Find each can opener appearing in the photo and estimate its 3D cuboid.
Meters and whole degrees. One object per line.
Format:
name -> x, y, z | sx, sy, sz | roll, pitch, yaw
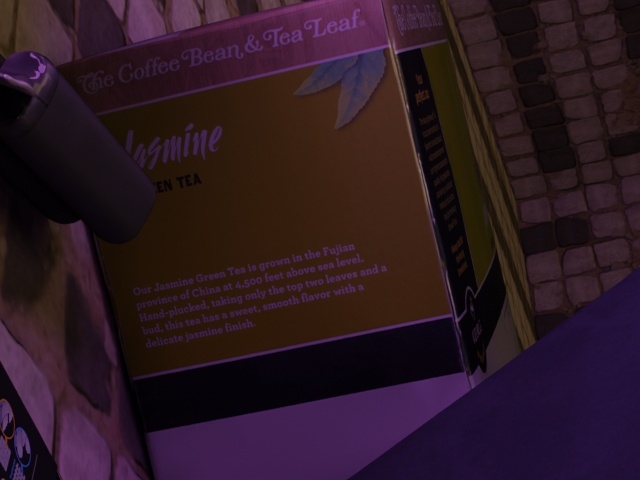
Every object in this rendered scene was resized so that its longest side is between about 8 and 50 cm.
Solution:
can opener -> -0.172, -0.052, 0.822 | 0.095, 0.076, 0.283 | -64, 156, -14

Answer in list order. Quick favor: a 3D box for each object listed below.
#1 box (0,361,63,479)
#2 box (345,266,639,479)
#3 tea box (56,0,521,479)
box -> -0.162, 0.163, 0.591 | 0.295, 0.073, 0.293 | -87, 160, -51
box -> 0.255, 0.287, 0.895 | 0.472, 0.480, 0.297 | 55, -1, -17
tea box -> 0.000, 0.000, 1.152 | 0.329, 0.220, 0.323 | -36, 114, -77
